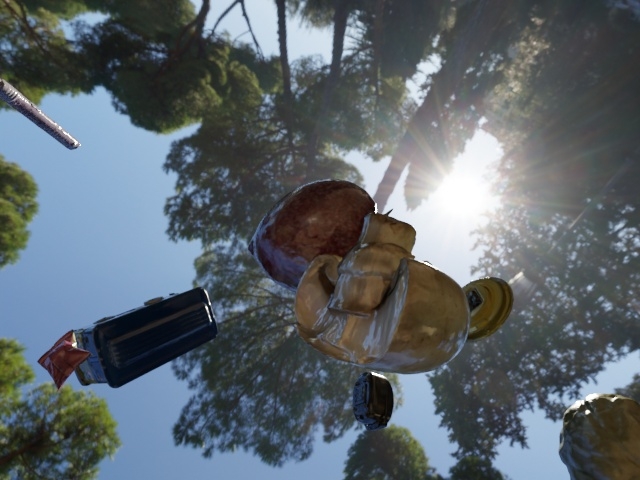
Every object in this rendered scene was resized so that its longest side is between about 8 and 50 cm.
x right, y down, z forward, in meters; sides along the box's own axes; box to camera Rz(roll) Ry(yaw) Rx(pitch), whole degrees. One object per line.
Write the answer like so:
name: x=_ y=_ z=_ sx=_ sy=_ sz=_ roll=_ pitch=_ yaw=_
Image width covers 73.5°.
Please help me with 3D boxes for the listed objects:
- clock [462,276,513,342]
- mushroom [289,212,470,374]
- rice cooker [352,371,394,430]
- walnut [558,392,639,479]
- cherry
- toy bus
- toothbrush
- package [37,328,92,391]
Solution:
clock: x=0.458 y=0.195 z=1.284 sx=0.057 sy=0.237 sz=0.237 roll=39 pitch=-147 yaw=-19
mushroom: x=0.098 y=0.082 z=0.594 sx=0.189 sy=0.254 sz=0.194 roll=27 pitch=-105 yaw=-34
rice cooker: x=0.156 y=0.482 z=1.294 sx=0.107 sy=0.112 sz=0.165 roll=31 pitch=-137 yaw=-20
walnut: x=0.208 y=0.149 z=0.295 sx=0.092 sy=0.092 sz=0.092 roll=14 pitch=-142 yaw=-11
cherry: x=0.000 y=0.000 z=0.843 sx=0.301 sy=0.230 sz=0.203 roll=-11 pitch=-164 yaw=7
toy bus: x=-0.409 y=0.220 z=1.005 sx=0.288 sy=0.175 sz=0.138 roll=-21 pitch=-84 yaw=-52
toothbrush: x=-0.425 y=-0.195 z=0.597 sx=0.024 sy=0.354 sz=0.029 roll=-34 pitch=-95 yaw=-9
package: x=-0.337 y=0.157 z=0.566 sx=0.083 sy=0.029 sz=0.059 roll=21 pitch=-117 yaw=41
